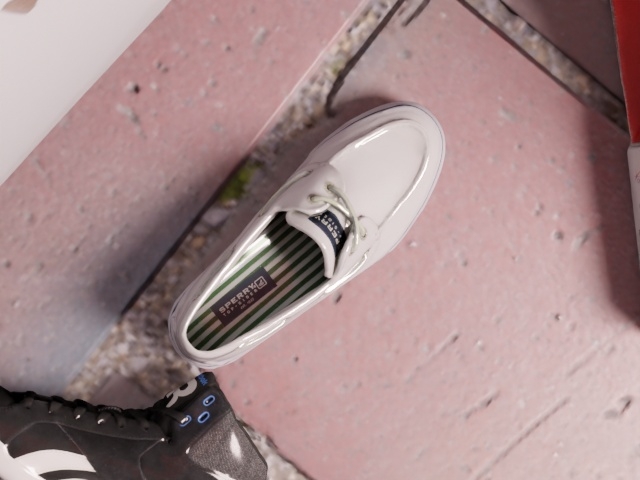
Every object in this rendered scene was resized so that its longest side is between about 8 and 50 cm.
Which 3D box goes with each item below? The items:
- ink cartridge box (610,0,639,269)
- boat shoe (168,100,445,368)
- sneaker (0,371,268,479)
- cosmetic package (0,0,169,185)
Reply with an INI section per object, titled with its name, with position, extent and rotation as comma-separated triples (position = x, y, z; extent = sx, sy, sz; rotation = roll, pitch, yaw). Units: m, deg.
[ink cartridge box]
position = 0.357, -0.078, 0.750
extent = 0.296, 0.066, 0.261
rotation = -8, 91, -8
[boat shoe]
position = 0.000, 0.000, 0.692
extent = 0.083, 0.076, 0.226
rotation = 43, 84, -6
[sneaker]
position = -0.126, 0.112, 0.679
extent = 0.217, 0.079, 0.121
rotation = 40, 81, -14
[cosmetic package]
position = -0.290, -0.157, 0.413
extent = 0.393, 0.329, 0.327
rotation = 44, 96, -7
